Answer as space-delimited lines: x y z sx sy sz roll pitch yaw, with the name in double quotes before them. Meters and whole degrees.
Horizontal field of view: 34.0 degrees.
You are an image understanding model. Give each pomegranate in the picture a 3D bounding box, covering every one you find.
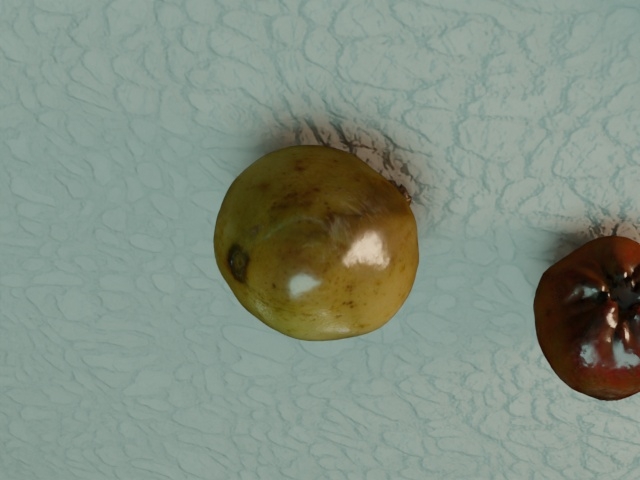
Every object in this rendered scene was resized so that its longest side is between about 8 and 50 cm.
"pomegranate" -0.009 0.008 1.447 0.307 0.307 0.307 9 134 9

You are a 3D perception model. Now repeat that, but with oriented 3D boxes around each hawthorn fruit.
"hawthorn fruit" 0.407 0.128 1.490 0.224 0.224 0.261 6 150 12
